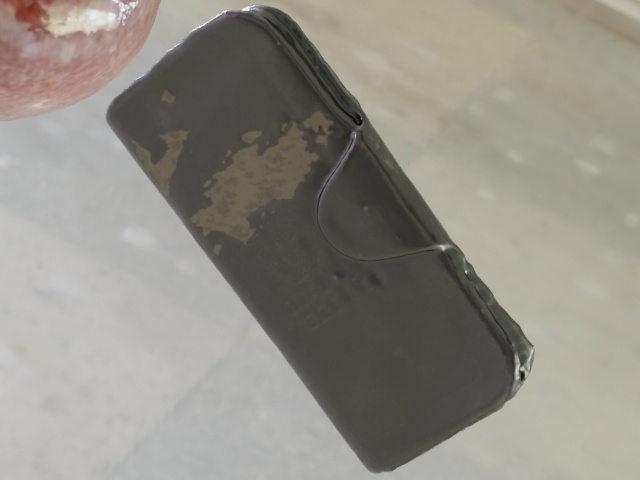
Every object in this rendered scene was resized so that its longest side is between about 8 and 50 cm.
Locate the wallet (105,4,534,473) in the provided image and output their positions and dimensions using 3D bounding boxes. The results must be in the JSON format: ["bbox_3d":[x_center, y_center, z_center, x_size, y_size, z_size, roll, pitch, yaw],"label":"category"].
[{"bbox_3d":[0.000,0.000,0.622,0.157,0.082,0.018,54,36,-3],"label":"wallet"}]

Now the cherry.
[{"bbox_3d":[-0.170,-0.089,0.749,0.225,0.090,0.107,-6,-5,-11],"label":"cherry"}]
